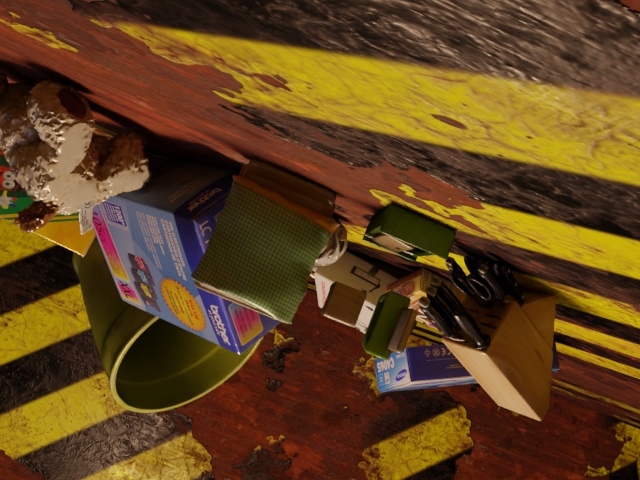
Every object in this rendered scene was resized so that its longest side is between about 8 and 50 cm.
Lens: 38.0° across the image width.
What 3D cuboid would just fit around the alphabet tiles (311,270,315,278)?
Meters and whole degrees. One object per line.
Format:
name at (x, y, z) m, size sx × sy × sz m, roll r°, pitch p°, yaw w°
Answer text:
alphabet tiles at (0.069, 0.128, 2.329) m, size 0.278 × 0.021 × 0.284 m, roll 34°, pitch -176°, yaw -12°

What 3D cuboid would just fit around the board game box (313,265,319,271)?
board game box at (0.217, 0.139, 2.118) m, size 0.390 × 0.050 × 0.390 m, roll 17°, pitch 172°, yaw 41°

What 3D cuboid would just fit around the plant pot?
plant pot at (-0.358, 0.117, 2.007) m, size 0.353 × 0.366 × 0.366 m, roll 49°, pitch -171°, yaw 32°

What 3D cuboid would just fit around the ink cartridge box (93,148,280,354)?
ink cartridge box at (-0.204, 0.013, 1.542) m, size 0.395 × 0.151 × 0.270 m, roll 15°, pitch 132°, yaw 41°

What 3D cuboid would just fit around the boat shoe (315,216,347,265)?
boat shoe at (0.000, 0.000, 1.526) m, size 0.088 × 0.096 × 0.267 m, roll 17°, pitch 174°, yaw 6°

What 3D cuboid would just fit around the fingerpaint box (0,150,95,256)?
fingerpaint box at (-0.686, -0.140, 2.005) m, size 0.371 × 0.163 × 0.445 m, roll 29°, pitch 176°, yaw -28°

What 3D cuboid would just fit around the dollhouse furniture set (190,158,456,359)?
dollhouse furniture set at (-0.004, 0.025, 1.269) m, size 0.301 × 0.197 × 0.151 m, roll 22°, pitch 175°, yaw -7°

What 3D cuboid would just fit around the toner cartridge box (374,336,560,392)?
toner cartridge box at (0.305, 0.259, 1.939) m, size 0.348 × 0.075 × 0.165 m, roll -2°, pitch 164°, yaw -20°

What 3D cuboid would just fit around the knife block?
knife block at (0.243, 0.154, 1.380) m, size 0.242 × 0.276 × 0.088 m, roll -11°, pitch -162°, yaw -40°

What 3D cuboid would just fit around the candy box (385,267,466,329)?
candy box at (0.228, 0.123, 1.777) m, size 0.186 × 0.053 × 0.109 m, roll 26°, pitch 148°, yaw -25°

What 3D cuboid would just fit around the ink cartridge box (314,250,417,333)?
ink cartridge box at (0.094, 0.120, 1.906) m, size 0.203 × 0.086 × 0.148 m, roll 28°, pitch 153°, yaw 21°

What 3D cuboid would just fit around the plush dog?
plush dog at (-0.418, -0.150, 1.414) m, size 0.225 × 0.210 × 0.262 m, roll 49°, pitch -174°, yaw 30°

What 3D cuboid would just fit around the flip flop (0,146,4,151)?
flip flop at (-0.608, -0.224, 1.735) m, size 0.277 × 0.112 × 0.080 m, roll 28°, pitch 146°, yaw -30°
